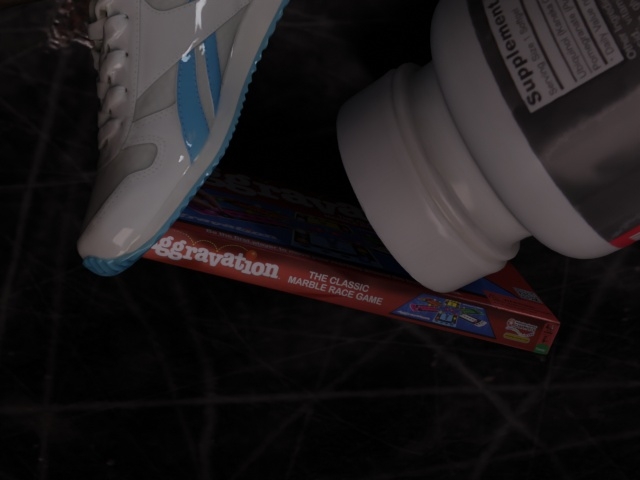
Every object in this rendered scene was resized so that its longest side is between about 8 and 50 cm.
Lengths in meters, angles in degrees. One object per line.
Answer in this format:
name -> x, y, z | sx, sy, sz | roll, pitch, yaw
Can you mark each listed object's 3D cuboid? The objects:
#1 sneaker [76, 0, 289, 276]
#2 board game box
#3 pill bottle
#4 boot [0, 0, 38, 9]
sneaker -> -0.086, -0.090, 0.658 | 0.092, 0.229, 0.087 | 26, 161, -17
board game box -> 0.000, 0.000, 0.787 | 0.281, 0.145, 0.027 | 14, 108, -17
pill bottle -> 0.172, -0.098, 0.674 | 0.318, 0.176, 0.176 | -30, 129, 24
boot -> -0.225, -0.138, 0.705 | 0.219, 0.082, 0.106 | -4, 157, -6
